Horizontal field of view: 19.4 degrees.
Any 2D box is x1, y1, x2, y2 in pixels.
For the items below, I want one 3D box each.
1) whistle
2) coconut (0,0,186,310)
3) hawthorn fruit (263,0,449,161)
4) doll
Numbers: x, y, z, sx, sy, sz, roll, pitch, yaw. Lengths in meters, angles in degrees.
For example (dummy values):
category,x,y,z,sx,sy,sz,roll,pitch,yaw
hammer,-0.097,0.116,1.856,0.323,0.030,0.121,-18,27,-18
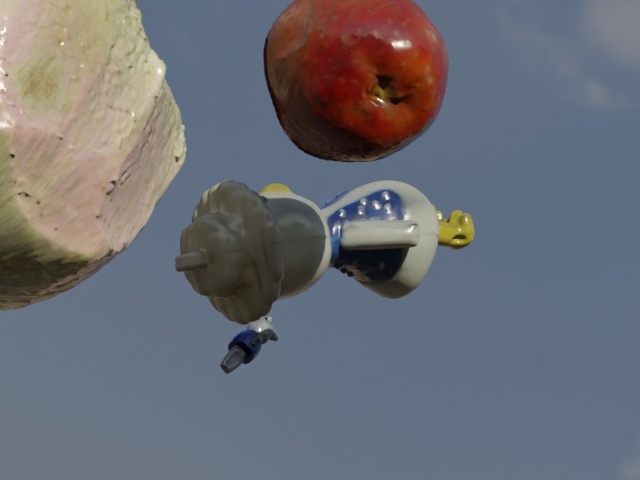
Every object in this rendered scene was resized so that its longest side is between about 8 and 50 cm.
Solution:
category,x,y,z,sx,sy,sz,roll,pitch,yaw
whistle,-0.067,0.099,1.755,0.029,0.083,0.033,-24,-75,45
coconut,-0.359,-0.100,1.906,0.404,0.404,0.404,16,-30,10
hawthorn fruit,0.025,-0.116,1.305,0.133,0.133,0.138,32,-2,-17
doll,0.000,0.000,1.554,0.293,0.119,0.138,-9,8,-39
